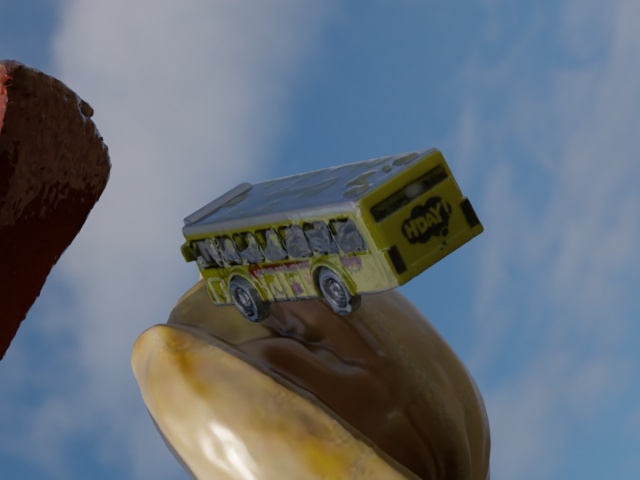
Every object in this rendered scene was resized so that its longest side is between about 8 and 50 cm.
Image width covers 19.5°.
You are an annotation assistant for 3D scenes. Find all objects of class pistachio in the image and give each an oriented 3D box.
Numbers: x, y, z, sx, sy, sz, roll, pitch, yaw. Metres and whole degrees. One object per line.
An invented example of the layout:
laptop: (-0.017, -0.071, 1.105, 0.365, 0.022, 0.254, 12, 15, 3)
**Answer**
pistachio: (0.003, 0.144, 1.376, 0.230, 0.309, 0.230, -42, 11, 10)

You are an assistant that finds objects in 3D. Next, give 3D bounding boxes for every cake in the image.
cake: (-0.249, 0.008, 1.235, 0.159, 0.158, 0.262, 10, -88, -66)

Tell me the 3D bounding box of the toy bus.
toy bus: (0.000, 0.000, 1.126, 0.081, 0.226, 0.074, -34, -77, -27)
